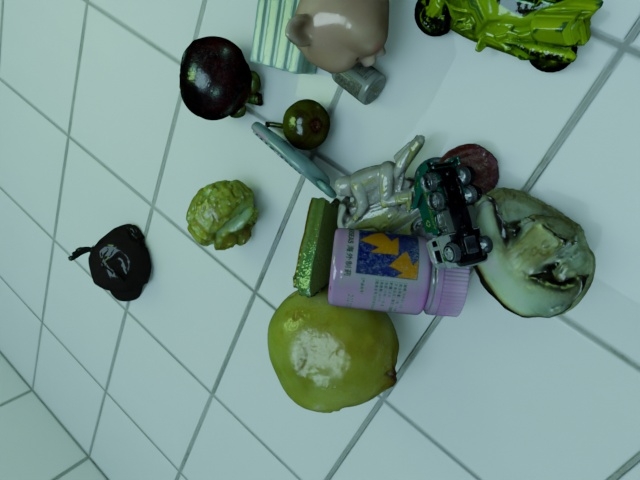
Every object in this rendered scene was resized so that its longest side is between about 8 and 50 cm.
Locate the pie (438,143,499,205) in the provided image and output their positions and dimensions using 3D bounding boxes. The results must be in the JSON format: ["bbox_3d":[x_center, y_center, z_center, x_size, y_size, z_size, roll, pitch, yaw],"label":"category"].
[{"bbox_3d":[0.308,-0.132,1.039,0.154,0.036,0.154,-3,116,-7],"label":"pie"}]

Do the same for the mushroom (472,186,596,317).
[{"bbox_3d":[0.420,0.024,0.963,0.267,0.164,0.190,44,131,39],"label":"mushroom"}]

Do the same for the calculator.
[{"bbox_3d":[-0.062,-0.202,1.219,0.299,0.185,0.041,42,94,25],"label":"calculator"}]

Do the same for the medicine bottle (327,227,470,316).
[{"bbox_3d":[0.167,0.072,1.083,0.290,0.178,0.178,6,109,3],"label":"medicine bottle"}]

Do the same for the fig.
[{"bbox_3d":[-0.069,-0.292,1.251,0.236,0.124,0.124,12,112,54],"label":"fig"}]

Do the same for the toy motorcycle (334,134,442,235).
[{"bbox_3d":[0.145,-0.096,1.132,0.223,0.108,0.341,39,120,-9],"label":"toy motorcycle"}]

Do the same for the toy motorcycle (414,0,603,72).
[{"bbox_3d":[0.337,-0.447,0.908,0.342,0.142,0.206,30,156,22],"label":"toy motorcycle"}]

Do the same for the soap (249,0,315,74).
[{"bbox_3d":[-0.071,-0.552,1.174,0.160,0.087,0.265,23,116,26],"label":"soap"}]

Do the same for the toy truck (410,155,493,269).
[{"bbox_3d":[0.250,-0.049,0.969,0.116,0.110,0.216,-25,79,66],"label":"toy truck"}]

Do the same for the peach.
[{"bbox_3d":[0.035,0.259,1.221,0.315,0.281,0.314,-6,79,22],"label":"peach"}]

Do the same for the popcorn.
[{"bbox_3d":[-0.283,-0.073,1.392,0.184,0.204,0.221,52,139,10],"label":"popcorn"}]

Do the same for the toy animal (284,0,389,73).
[{"bbox_3d":[0.033,-0.507,0.983,0.269,0.237,0.326,-32,108,13],"label":"toy animal"}]

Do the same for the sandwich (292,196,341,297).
[{"bbox_3d":[0.000,0.000,1.193,0.063,0.245,0.212,-2,103,30],"label":"sandwich"}]

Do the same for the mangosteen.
[{"bbox_3d":[-0.265,-0.425,1.282,0.216,0.216,0.216,10,109,31],"label":"mangosteen"}]

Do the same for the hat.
[{"bbox_3d":[-0.762,0.115,1.752,0.238,0.209,0.336,40,123,14],"label":"hat"}]

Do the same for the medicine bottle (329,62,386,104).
[{"bbox_3d":[0.076,-0.386,1.131,0.140,0.079,0.079,42,122,15],"label":"medicine bottle"}]
